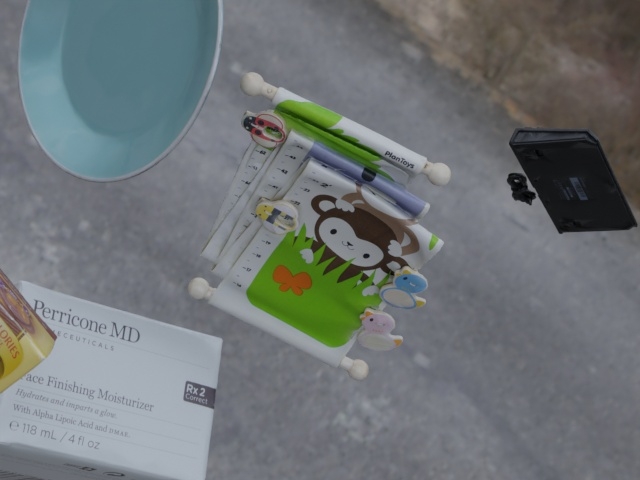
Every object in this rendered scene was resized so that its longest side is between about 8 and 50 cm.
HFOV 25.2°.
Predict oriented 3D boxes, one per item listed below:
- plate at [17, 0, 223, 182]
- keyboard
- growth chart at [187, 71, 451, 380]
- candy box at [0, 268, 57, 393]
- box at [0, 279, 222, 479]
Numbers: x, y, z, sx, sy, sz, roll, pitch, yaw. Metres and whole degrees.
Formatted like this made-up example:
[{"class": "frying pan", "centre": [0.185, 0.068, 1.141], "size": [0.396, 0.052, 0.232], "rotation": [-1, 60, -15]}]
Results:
[{"class": "plate", "centre": [-0.130, -0.130, 0.952], "size": [0.024, 0.188, 0.188], "rotation": [9, 35, -52]}, {"class": "keyboard", "centre": [0.225, -0.055, 1.336], "size": [0.180, 0.108, 0.023], "rotation": [50, 44, -53]}, {"class": "growth chart", "centre": [0.000, 0.000, 0.997], "size": [0.172, 0.237, 0.021], "rotation": [22, 45, 0]}, {"class": "candy box", "centre": [-0.259, 0.074, 0.823], "size": [0.109, 0.186, 0.053], "rotation": [52, 4, -11]}, {"class": "box", "centre": [-0.202, 0.120, 1.091], "size": [0.181, 0.182, 0.119], "rotation": [19, 68, -35]}]
